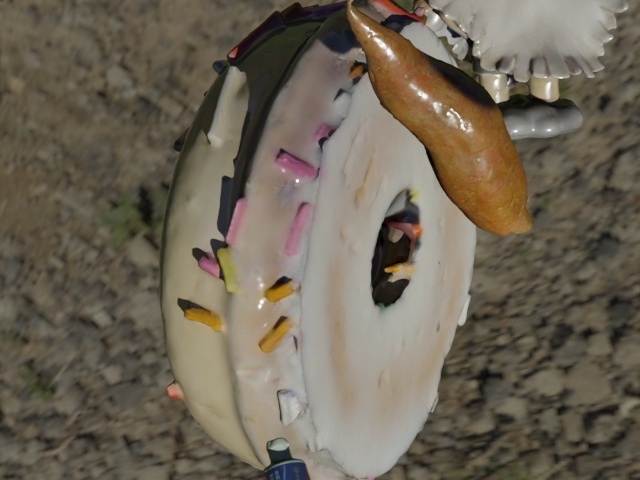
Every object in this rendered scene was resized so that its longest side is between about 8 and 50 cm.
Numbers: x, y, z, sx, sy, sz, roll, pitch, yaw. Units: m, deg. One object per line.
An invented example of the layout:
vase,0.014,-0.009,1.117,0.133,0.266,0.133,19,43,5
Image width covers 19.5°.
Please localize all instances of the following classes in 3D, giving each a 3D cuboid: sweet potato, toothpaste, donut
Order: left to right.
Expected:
toothpaste,-0.008,0.121,0.771,0.019,0.027,0.083,-27,66,23
donut,0.000,0.000,1.401,0.142,0.382,0.382,8,76,24
sweet potato,0.067,-0.070,1.024,0.056,0.056,0.195,-52,123,-17

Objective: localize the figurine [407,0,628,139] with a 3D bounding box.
figurine,0.166,-0.274,1.532,0.207,0.166,0.387,-6,111,-9
